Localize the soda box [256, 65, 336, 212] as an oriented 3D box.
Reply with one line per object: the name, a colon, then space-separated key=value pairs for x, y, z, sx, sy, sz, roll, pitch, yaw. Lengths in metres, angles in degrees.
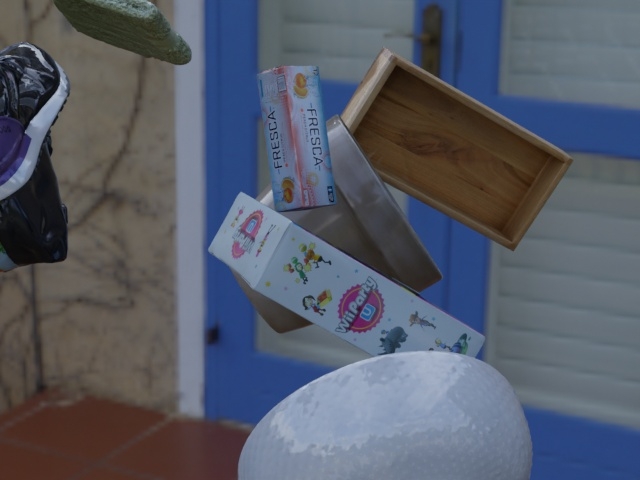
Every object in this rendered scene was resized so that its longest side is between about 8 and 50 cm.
soda box: x=-0.031 y=-0.130 z=1.724 sx=0.063 sy=0.183 sz=0.058 roll=-6 pitch=-2 yaw=-42

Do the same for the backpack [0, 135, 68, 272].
backpack: x=-0.540 y=-0.056 z=1.717 sx=0.355 sy=0.290 sz=0.273 roll=-23 pitch=-26 yaw=17

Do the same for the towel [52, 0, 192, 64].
towel: x=-0.204 y=-0.221 z=1.331 sx=0.148 sy=0.027 sz=0.110 roll=21 pitch=-13 yaw=24

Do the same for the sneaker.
sneaker: x=-0.344 y=-0.161 z=1.423 sx=0.107 sy=0.124 sz=0.283 roll=-20 pitch=33 yaw=11

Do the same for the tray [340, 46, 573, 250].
tray: x=0.233 y=-0.161 z=2.426 sx=0.411 sy=0.203 sz=0.076 roll=27 pitch=13 yaw=-22

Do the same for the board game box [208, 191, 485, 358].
board game box: x=0.029 y=0.066 z=1.708 sx=0.303 sy=0.097 sz=0.224 roll=29 pitch=1 yaw=-22

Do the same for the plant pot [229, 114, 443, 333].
plant pot: x=0.000 y=0.000 z=2.210 sx=0.280 sy=0.323 sz=0.323 roll=-32 pitch=14 yaw=5

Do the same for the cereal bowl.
cereal bowl: x=0.085 y=0.281 z=1.491 sx=0.339 sy=0.339 sz=0.141 roll=-4 pitch=46 yaw=-18
